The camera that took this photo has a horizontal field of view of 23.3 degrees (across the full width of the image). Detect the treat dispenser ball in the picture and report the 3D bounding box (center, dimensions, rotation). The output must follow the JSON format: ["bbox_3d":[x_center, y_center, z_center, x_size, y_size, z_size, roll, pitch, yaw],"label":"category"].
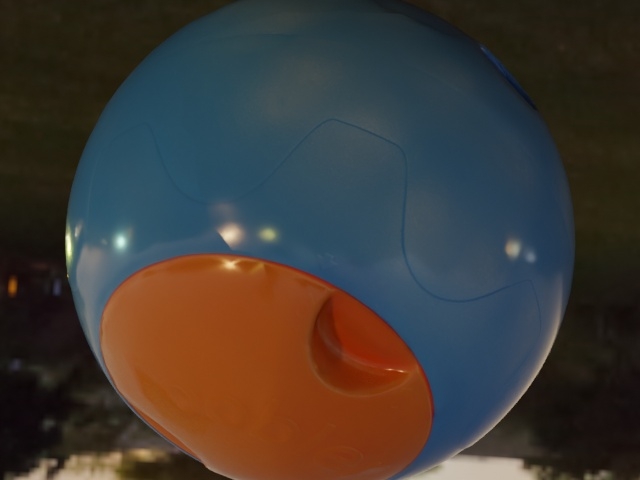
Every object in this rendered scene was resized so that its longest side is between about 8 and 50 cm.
[{"bbox_3d":[0.000,0.000,0.890,0.288,0.288,0.288,4,176,0],"label":"treat dispenser ball"}]
